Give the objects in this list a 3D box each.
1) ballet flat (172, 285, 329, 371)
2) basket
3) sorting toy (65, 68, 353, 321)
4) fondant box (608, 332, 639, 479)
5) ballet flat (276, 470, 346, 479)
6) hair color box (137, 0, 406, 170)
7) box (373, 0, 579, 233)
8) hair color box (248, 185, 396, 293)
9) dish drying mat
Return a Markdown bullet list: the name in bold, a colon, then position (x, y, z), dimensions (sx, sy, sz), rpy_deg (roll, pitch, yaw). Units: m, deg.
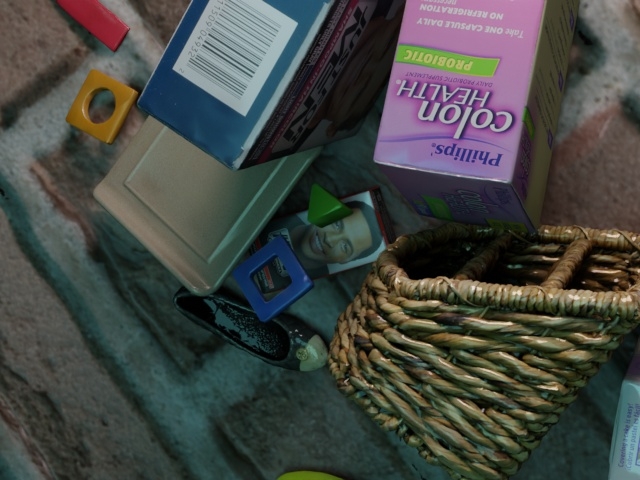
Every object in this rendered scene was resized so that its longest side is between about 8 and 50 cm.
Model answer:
- **ballet flat**: position (-0.073, 0.093, 1.522), dimensions (0.173, 0.049, 0.058), rpy_deg (22, 106, 12)
- **basket**: position (0.157, 0.050, 1.315), dimensions (0.213, 0.299, 0.223), rpy_deg (38, 110, 9)
- **sorting toy**: position (-0.111, -0.069, 1.490), dimensions (0.347, 0.047, 0.196), rpy_deg (42, 97, 24)
- **fondant box**: position (0.428, 0.162, 1.283), dimensions (0.330, 0.238, 0.096), rpy_deg (8, 102, 15)
- **ballet flat**: position (0.047, 0.302, 1.507), dimensions (0.231, 0.077, 0.077), rpy_deg (25, 106, 12)
- **hair color box**: position (-0.014, -0.174, 1.301), dimensions (0.105, 0.347, 0.174), rpy_deg (34, 107, 9)
- **box**: position (0.143, -0.150, 1.295), dimensions (0.117, 0.213, 0.243), rpy_deg (9, 82, 15)
- **hair color box**: position (0.000, 0.000, 1.488), dimensions (0.141, 0.043, 0.072), rpy_deg (-18, 93, 18)
- **dish drying mat**: position (-0.235, -0.232, 1.538), dimensions (0.083, 0.008, 0.032), rpy_deg (40, 109, 6)
